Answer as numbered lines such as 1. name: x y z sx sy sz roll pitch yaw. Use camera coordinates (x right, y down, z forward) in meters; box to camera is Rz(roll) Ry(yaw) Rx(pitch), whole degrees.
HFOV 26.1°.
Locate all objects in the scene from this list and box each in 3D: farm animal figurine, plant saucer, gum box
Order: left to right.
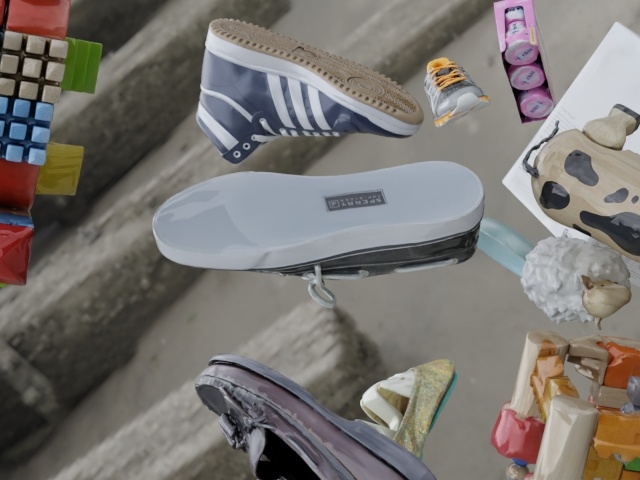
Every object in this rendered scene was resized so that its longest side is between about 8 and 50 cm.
1. plant saucer: 0.297 0.011 2.169 0.037 0.195 0.195 -53 32 -4
2. gum box: 0.322 -0.286 2.169 0.062 0.188 0.107 -11 53 14
3. farm animal figurine: 0.328 -0.033 1.246 0.327 0.330 0.172 17 30 32

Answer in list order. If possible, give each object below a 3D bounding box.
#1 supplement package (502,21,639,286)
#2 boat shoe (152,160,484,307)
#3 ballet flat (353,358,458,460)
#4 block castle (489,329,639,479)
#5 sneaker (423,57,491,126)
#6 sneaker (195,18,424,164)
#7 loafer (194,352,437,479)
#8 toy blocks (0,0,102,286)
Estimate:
1. supplement package: 0.422 -0.103 1.811 0.262 0.198 0.199 -56 37 16
2. boat shoe: 0.000 -0.003 1.297 0.306 0.105 0.113 -10 46 -9
3. ballet flat: 0.094 0.257 1.852 0.123 0.123 0.348 -19 28 34
4. block castle: 0.440 0.274 1.636 0.303 0.454 0.212 -90 9 -74
5. sneaker: 0.189 -0.221 2.022 0.084 0.083 0.215 -22 10 -1
6. sneaker: -0.022 -0.146 1.652 0.099 0.282 0.153 -40 -28 -61
7. loafer: -0.026 0.199 1.313 0.303 0.109 0.095 23 60 39
8. toy blocks: -0.271 -0.129 1.139 0.261 0.191 0.381 -147 67 -73
